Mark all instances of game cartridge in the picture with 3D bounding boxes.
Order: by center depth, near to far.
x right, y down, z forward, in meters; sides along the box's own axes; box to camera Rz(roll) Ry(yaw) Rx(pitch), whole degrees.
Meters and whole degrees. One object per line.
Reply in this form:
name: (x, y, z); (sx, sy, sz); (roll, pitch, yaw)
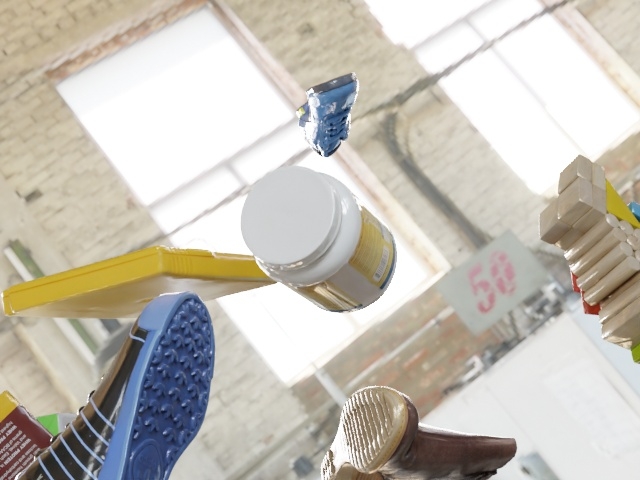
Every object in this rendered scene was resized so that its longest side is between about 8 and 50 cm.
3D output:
game cartridge: (-0.258, 0.064, 1.496); (0.285, 0.053, 0.323); (-14, -12, 24)

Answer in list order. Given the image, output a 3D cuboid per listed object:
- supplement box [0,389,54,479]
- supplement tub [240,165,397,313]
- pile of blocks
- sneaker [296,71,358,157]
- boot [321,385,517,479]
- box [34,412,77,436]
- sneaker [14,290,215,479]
supplement box: (-0.301, 0.288, 0.966); (0.191, 0.194, 0.129); (-47, -2, -28)
supplement tub: (0.000, 0.000, 1.260); (0.144, 0.144, 0.199); (-40, -29, 6)
pile of blocks: (0.385, 0.070, 1.237); (0.149, 0.362, 0.113); (-8, -28, -35)
sneaker: (0.017, -0.159, 1.329); (0.069, 0.082, 0.209); (-18, -4, -11)
boot: (0.125, 0.223, 1.142); (0.206, 0.090, 0.248); (0, -28, -16)
box: (-0.372, 0.306, 1.329); (0.262, 0.127, 0.231); (-13, -13, 21)
sneaker: (-0.138, 0.133, 0.635); (0.081, 0.090, 0.232); (58, -141, -48)
